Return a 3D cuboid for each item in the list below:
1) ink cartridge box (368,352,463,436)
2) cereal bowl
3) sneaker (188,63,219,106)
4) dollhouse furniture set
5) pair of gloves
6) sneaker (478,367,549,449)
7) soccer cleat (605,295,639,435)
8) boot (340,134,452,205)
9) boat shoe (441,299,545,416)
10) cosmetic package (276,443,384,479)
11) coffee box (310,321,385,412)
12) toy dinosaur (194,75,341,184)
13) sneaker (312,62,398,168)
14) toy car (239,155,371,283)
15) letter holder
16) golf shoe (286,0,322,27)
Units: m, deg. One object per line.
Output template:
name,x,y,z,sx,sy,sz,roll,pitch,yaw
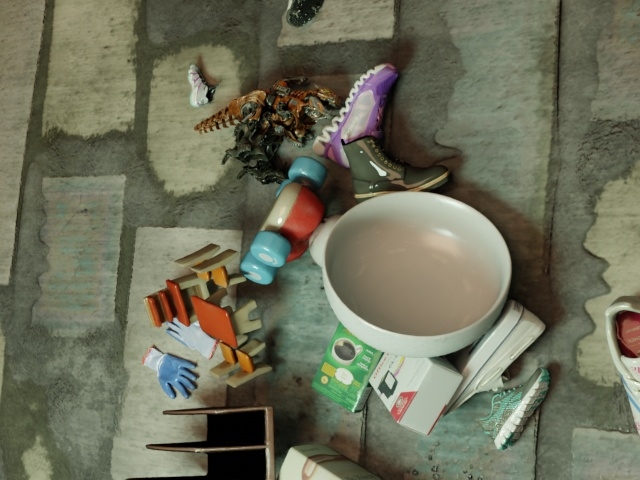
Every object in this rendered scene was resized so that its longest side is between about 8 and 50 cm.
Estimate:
ink cartridge box,0.168,0.251,1.736,0.127,0.072,0.175,-61,21,8
cereal bowl,0.168,0.077,1.722,0.339,0.141,0.339,1,48,-1
sneaker,-0.257,-0.349,2.139,0.069,0.038,0.098,-6,90,27
dollhouse furniture set,-0.239,0.149,1.940,0.259,0.135,0.262,15,125,55
pair of gloves,-0.305,0.240,2.088,0.159,0.023,0.198,32,99,29
sneaker,0.339,0.287,1.699,0.076,0.065,0.166,38,100,32
soccer cleat,0.538,0.246,1.544,0.116,0.143,0.331,-27,71,23
boot,0.138,-0.150,1.831,0.198,0.077,0.137,-14,104,22
boat shoe,0.298,0.227,1.718,0.088,0.096,0.267,33,108,-4
cosmetic package,0.068,0.503,1.768,0.296,0.153,0.129,25,94,28
coffee box,0.067,0.230,1.870,0.113,0.040,0.184,26,96,29
toy dinosaur,-0.111,-0.239,2.004,0.322,0.164,0.218,-13,61,46
sneaker,0.091,-0.238,1.901,0.104,0.095,0.236,42,109,21
toy car,0.000,0.000,1.882,0.238,0.210,0.219,28,64,-5
letter holder,-0.247,0.399,1.850,0.302,0.214,0.152,-19,71,60
golf shoe,-0.038,-0.545,2.029,0.094,0.077,0.198,19,85,41
